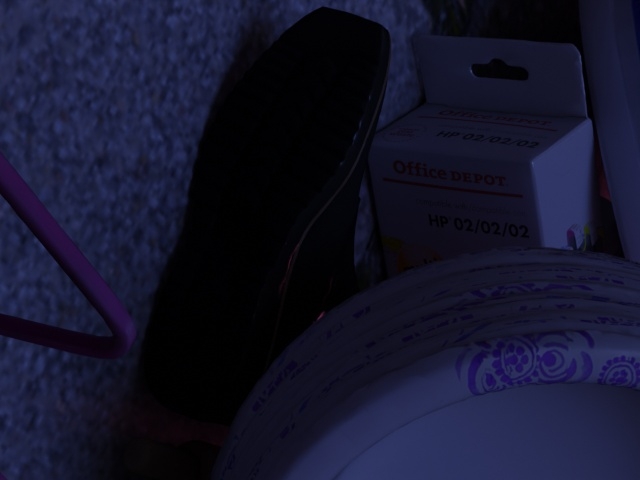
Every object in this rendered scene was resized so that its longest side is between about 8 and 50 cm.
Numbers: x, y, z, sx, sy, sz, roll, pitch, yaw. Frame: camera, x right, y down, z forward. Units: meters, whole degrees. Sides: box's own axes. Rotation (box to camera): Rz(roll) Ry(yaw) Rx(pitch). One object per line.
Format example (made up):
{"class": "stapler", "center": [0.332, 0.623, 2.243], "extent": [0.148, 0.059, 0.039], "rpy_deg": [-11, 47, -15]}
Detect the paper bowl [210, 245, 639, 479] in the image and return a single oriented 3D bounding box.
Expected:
{"class": "paper bowl", "center": [0.090, 0.136, 0.891], "extent": [0.148, 0.284, 0.284], "rpy_deg": [-102, 179, -65]}

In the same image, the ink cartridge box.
{"class": "ink cartridge box", "center": [0.087, -0.009, 1.014], "extent": [0.061, 0.104, 0.181], "rpy_deg": [-34, 122, -44]}

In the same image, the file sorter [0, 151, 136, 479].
{"class": "file sorter", "center": [-0.217, 0.079, 0.567], "extent": [0.291, 0.202, 0.182], "rpy_deg": [-60, 139, -25]}

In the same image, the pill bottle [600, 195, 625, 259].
{"class": "pill bottle", "center": [0.151, 0.057, 1.124], "extent": [0.087, 0.087, 0.160], "rpy_deg": [-42, 128, -39]}

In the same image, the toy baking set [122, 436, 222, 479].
{"class": "toy baking set", "center": [-0.046, 0.198, 0.944], "extent": [0.256, 0.030, 0.197], "rpy_deg": [19, 80, -52]}

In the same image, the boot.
{"class": "boot", "center": [0.000, 0.000, 0.944], "extent": [0.137, 0.077, 0.198], "rpy_deg": [28, 89, -55]}

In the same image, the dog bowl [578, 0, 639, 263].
{"class": "dog bowl", "center": [0.225, -0.035, 1.092], "extent": [0.265, 0.104, 0.265], "rpy_deg": [-13, 90, -76]}
